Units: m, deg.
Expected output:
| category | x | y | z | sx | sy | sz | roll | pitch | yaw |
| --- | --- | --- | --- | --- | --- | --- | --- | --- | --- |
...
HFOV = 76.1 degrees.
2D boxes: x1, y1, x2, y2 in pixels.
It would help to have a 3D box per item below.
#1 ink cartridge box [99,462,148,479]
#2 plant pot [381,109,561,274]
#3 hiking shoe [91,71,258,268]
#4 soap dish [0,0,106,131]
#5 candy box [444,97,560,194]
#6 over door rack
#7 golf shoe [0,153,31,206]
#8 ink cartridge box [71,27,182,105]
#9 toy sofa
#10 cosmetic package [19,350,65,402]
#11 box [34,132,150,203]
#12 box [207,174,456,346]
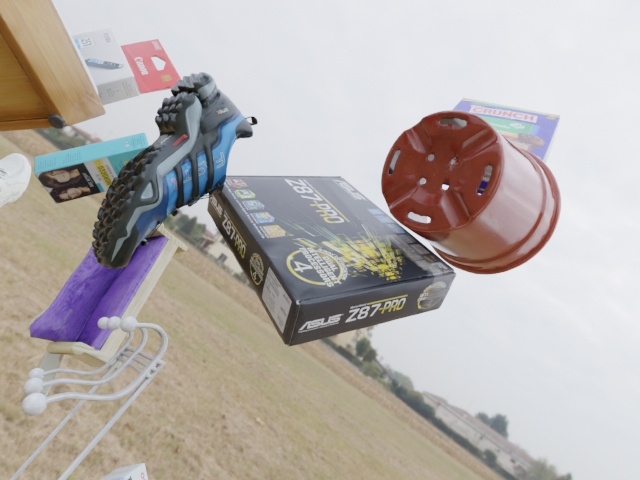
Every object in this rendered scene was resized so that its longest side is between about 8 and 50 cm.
| category | x | y | z | sx | sy | sz | roll | pitch | yaw |
| --- | --- | --- | --- | --- | --- | --- | --- | --- | --- |
| ink cartridge box | -0.390 | 0.513 | 0.749 | 0.175 | 0.072 | 0.128 | 26 | 47 | -78 |
| plant pot | 0.260 | -0.088 | 0.738 | 0.272 | 0.272 | 0.265 | 29 | 8 | 38 |
| hiking shoe | -0.200 | -0.083 | 0.584 | 0.132 | 0.304 | 0.113 | 35 | -7 | -41 |
| soap dish | -0.524 | -0.272 | 0.620 | 0.290 | 0.118 | 0.229 | -4 | -43 | 2 |
| candy box | 0.443 | -0.244 | 1.057 | 0.268 | 0.317 | 0.122 | 20 | -48 | 25 |
| over door rack | -0.328 | 0.235 | 0.489 | 0.108 | 0.324 | 0.239 | 37 | -26 | -23 |
| golf shoe | -1.016 | -0.158 | 1.253 | 0.115 | 0.306 | 0.140 | 25 | -25 | -6 |
| ink cartridge box | -0.563 | -0.513 | 1.169 | 0.296 | 0.261 | 0.066 | 56 | -21 | 31 |
| toy sofa | -0.503 | 0.112 | 0.995 | 0.150 | 0.363 | 0.177 | -9 | -42 | 36 |
| cosmetic package | -0.647 | 0.318 | 0.956 | 0.041 | 0.060 | 0.115 | 33 | 33 | -28 |
| box | -0.516 | -0.171 | 0.962 | 0.101 | 0.244 | 0.060 | 90 | -23 | -53 |
| box | 0.000 | 0.000 | 0.768 | 0.318 | 0.097 | 0.395 | -3 | 34 | -32 |
